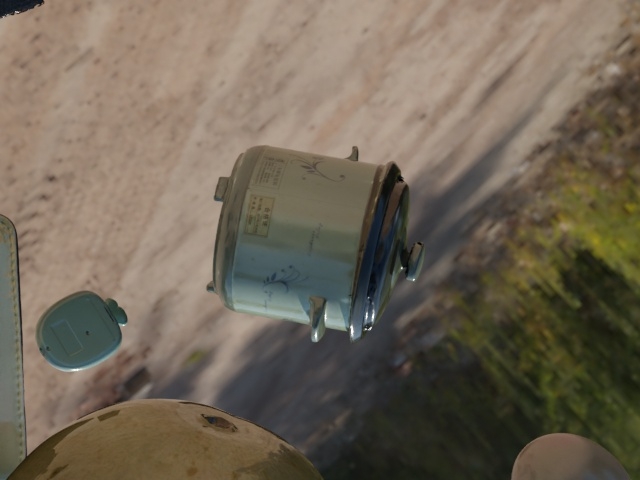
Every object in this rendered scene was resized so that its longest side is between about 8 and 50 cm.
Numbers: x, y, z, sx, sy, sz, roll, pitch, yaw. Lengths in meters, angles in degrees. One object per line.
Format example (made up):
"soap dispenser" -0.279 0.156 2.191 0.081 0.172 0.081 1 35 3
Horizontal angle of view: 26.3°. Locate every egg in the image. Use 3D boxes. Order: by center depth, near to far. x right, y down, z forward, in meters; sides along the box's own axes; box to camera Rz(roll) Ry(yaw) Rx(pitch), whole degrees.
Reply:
"egg" 0.241 0.240 1.293 0.103 0.135 0.103 -46 -166 15

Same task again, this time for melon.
"melon" -0.111 0.266 0.872 0.268 0.268 0.330 -5 113 -68

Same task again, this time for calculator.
"calculator" -0.299 0.112 1.728 0.021 0.095 0.153 -32 179 40

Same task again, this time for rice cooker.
"rice cooker" 0.000 0.000 1.933 0.316 0.316 0.264 -36 154 -22

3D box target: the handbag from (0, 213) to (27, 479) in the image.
"handbag" -0.423 0.110 1.101 0.358 0.237 0.160 -1 163 -19

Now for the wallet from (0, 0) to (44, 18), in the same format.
"wallet" -0.427 -0.378 1.637 0.133 0.039 0.243 -28 117 -27
